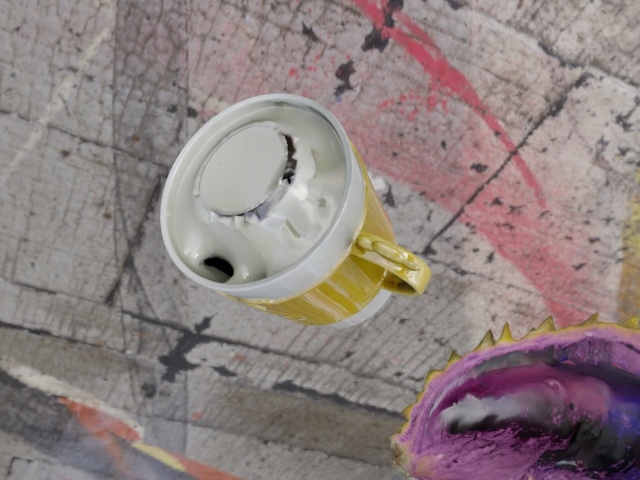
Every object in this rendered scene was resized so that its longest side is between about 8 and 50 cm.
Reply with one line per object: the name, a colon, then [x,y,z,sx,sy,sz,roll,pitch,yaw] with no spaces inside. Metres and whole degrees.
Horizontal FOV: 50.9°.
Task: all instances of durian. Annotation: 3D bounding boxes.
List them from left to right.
durian: [0.164,0.144,0.421,0.186,0.154,0.260,50,161,-26]

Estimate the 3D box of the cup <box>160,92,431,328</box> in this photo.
cup: [0.000,0.000,0.642,0.241,0.185,0.226,24,170,29]
